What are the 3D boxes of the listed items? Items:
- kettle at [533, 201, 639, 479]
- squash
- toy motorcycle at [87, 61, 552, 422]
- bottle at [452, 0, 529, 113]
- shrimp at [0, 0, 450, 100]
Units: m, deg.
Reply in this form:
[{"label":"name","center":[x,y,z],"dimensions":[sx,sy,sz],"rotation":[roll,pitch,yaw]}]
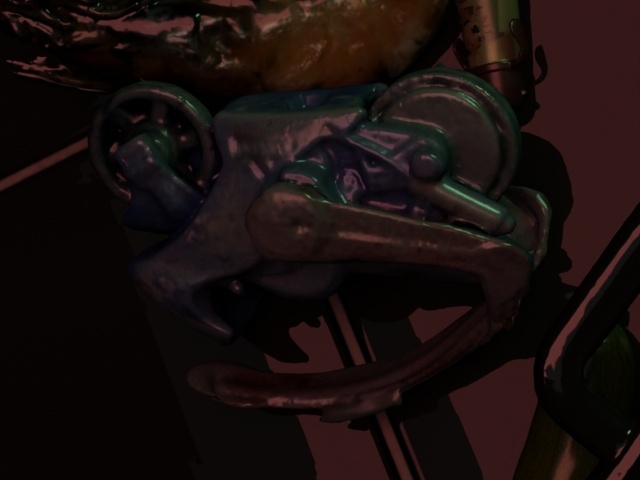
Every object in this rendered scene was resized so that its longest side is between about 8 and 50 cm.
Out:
[{"label":"kettle","center":[0.293,0.107,1.243],"dimensions":[0.262,0.203,0.308],"rotation":[33,90,27]},{"label":"squash","center":[0.159,0.180,1.336],"dimensions":[0.071,0.080,0.318],"rotation":[21,90,-16]},{"label":"toy motorcycle","center":[-0.007,0.004,1.354],"dimensions":[0.319,0.182,0.241],"rotation":[-2,82,16]},{"label":"bottle","center":[0.125,-0.137,1.404],"dimensions":[0.047,0.063,0.101],"rotation":[-5,82,-12]},{"label":"shrimp","center":[-0.083,-0.211,1.406],"dimensions":[0.365,0.071,0.233],"rotation":[4,114,-1]}]
